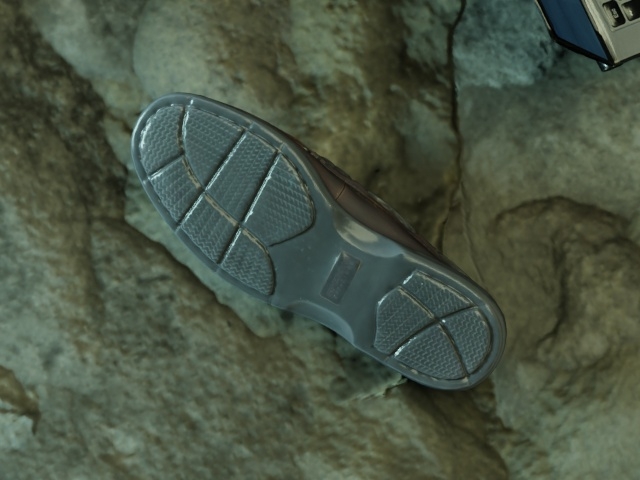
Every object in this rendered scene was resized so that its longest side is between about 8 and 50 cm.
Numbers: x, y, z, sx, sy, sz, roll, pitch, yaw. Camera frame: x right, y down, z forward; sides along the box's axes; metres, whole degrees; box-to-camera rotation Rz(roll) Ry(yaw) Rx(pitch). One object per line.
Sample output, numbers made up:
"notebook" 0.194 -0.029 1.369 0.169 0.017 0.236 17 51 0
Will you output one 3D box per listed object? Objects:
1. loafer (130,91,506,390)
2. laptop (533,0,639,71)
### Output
"loafer" 0.000 0.000 1.356 0.302 0.095 0.109 35 104 3
"laptop" 0.211 -0.342 1.365 0.408 0.236 0.382 -23 85 -19
